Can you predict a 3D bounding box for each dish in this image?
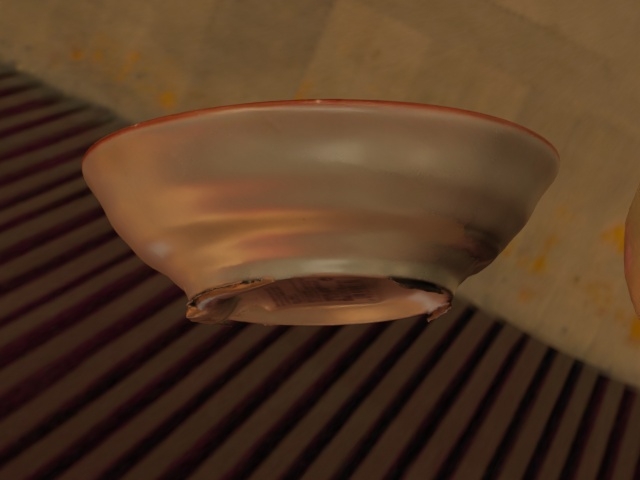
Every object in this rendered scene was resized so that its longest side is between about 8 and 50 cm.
[{"bbox_3d":[0.000,0.000,0.987,0.260,0.260,0.085,-4,77,14],"label":"dish"}]

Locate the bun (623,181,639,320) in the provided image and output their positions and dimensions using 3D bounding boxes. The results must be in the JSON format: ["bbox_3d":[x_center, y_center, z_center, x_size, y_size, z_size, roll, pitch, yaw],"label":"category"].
[{"bbox_3d":[0.343,0.031,1.044,0.361,0.213,0.361,4,77,-17],"label":"bun"}]
